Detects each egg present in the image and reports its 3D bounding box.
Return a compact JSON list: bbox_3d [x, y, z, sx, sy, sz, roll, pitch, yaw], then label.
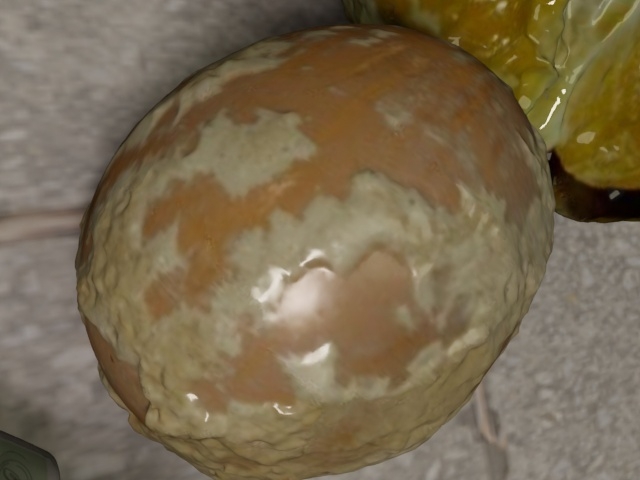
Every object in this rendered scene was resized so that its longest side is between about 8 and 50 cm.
[{"bbox_3d":[0.000,0.000,0.623,0.245,0.203,0.203,-42,113,-23],"label":"egg"}]

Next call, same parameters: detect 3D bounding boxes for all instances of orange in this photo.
[{"bbox_3d":[0.145,-0.178,0.797,0.368,0.210,0.271,29,103,-38],"label":"orange"}]

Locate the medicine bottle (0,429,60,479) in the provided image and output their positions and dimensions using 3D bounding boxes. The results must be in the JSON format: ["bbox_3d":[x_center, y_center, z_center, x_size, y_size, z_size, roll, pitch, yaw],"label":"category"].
[{"bbox_3d":[-0.193,0.073,0.514,0.199,0.057,0.058,34,59,-37],"label":"medicine bottle"}]
